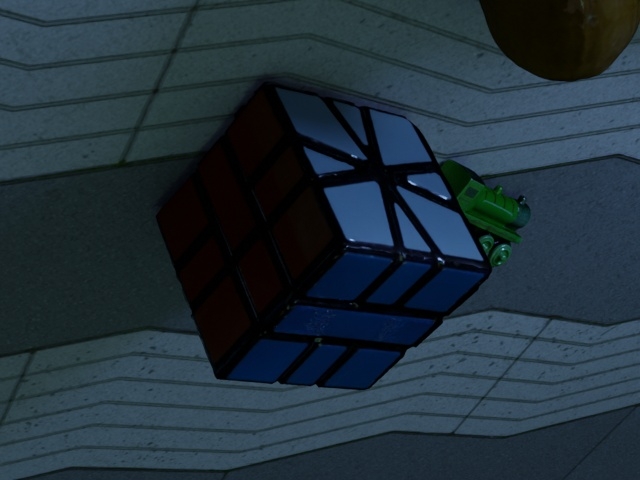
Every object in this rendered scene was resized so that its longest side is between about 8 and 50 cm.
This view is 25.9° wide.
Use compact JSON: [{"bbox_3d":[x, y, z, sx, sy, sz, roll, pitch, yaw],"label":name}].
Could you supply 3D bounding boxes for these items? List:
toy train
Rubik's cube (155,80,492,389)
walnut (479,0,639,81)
[{"bbox_3d":[0.233,-0.039,2.095,0.119,0.085,0.251,-53,145,14],"label":"toy train"},{"bbox_3d":[0.000,0.000,1.797,0.288,0.294,0.283,7,139,-43],"label":"Rubik's cube"},{"bbox_3d":[0.273,-0.322,1.584,0.209,0.209,0.336,-25,147,1],"label":"walnut"}]
